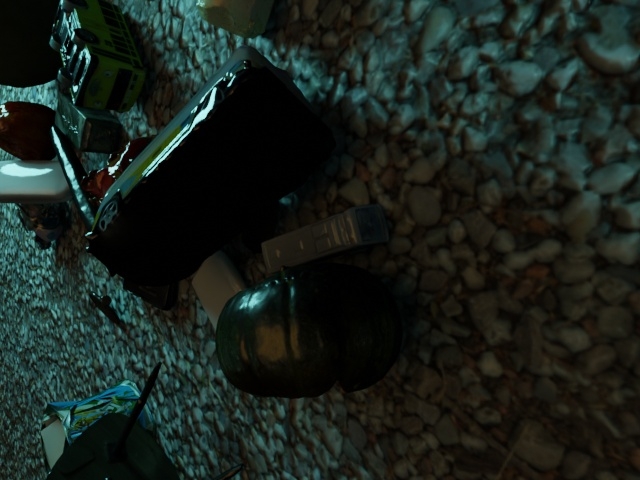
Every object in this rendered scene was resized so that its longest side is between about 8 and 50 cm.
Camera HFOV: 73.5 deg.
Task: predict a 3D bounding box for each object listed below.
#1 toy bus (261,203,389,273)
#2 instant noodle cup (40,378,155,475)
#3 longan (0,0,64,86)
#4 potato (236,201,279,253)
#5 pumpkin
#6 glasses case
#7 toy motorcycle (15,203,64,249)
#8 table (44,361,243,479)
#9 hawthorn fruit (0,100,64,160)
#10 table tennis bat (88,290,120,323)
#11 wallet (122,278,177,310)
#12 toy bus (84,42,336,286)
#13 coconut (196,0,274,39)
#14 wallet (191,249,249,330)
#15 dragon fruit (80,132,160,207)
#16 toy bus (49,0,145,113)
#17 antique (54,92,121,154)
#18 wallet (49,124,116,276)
[{"bbox_3d":[0.000,0.000,0.613,0.190,0.075,0.064,-20,80,39],"label":"toy bus"},{"bbox_3d":[-0.534,0.470,1.021,0.240,0.178,0.241,3,94,39],"label":"instant noodle cup"},{"bbox_3d":[-0.821,-0.605,1.089,0.404,0.336,0.405,1,108,4],"label":"longan"},{"bbox_3d":[-0.130,-0.039,0.726,0.103,0.066,0.096,26,106,38],"label":"potato"},{"bbox_3d":[-0.014,0.109,0.537,0.237,0.237,0.159,-18,78,39],"label":"pumpkin"},{"bbox_3d":[-0.807,-0.161,1.183,0.296,0.075,0.113,1,69,6],"label":"glasses case"},{"bbox_3d":[-0.815,-0.093,1.264,0.204,0.108,0.239,1,116,44],"label":"toy motorcycle"},{"bbox_3d":[-0.341,0.431,0.792,0.249,0.317,0.317,-48,64,23],"label":"table"},{"bbox_3d":[-0.814,-0.306,1.195,0.173,0.178,0.174,-25,61,59],"label":"hawthorn fruit"},{"bbox_3d":[-0.499,0.130,1.078,0.107,0.119,0.170,48,148,-7],"label":"table tennis bat"},{"bbox_3d":[-0.355,-0.015,0.923,0.172,0.045,0.318,21,105,32],"label":"wallet"},{"bbox_3d":[-0.173,-0.098,0.641,0.386,0.171,0.162,-38,37,20],"label":"toy bus"},{"bbox_3d":[-0.125,-0.389,0.664,0.116,0.116,0.122,41,121,30],"label":"coconut"},{"bbox_3d":[-0.172,0.111,0.792,0.124,0.031,0.183,-50,65,30],"label":"wallet"},{"bbox_3d":[-0.384,-0.089,0.835,0.211,0.134,0.262,8,95,36],"label":"dragon fruit"},{"bbox_3d":[-0.482,-0.408,0.933,0.128,0.150,0.262,-45,61,33],"label":"toy bus"},{"bbox_3d":[-0.572,-0.285,1.057,0.183,0.086,0.088,38,116,31],"label":"antique"},{"bbox_3d":[-0.553,-0.096,1.021,0.378,0.051,0.197,53,157,27],"label":"wallet"}]
